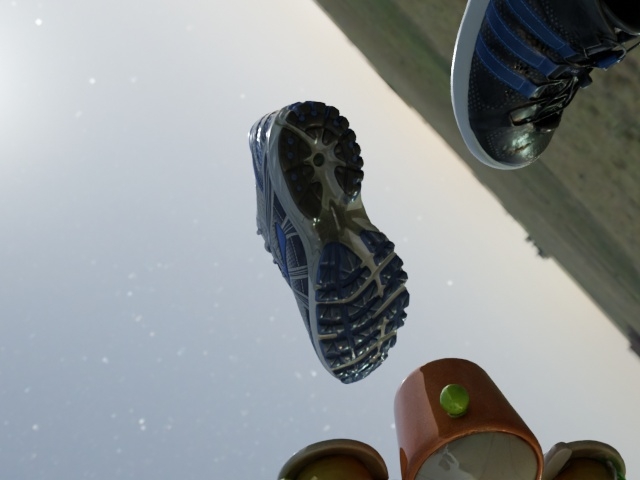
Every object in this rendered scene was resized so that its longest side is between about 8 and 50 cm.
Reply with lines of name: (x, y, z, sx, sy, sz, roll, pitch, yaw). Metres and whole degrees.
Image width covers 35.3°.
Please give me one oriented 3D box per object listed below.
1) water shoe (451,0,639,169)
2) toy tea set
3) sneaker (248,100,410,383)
water shoe: (0.114, -0.102, 0.475, 0.080, 0.073, 0.203, 41, 149, 34)
toy tea set: (0.136, 0.225, 0.736, 0.336, 0.200, 0.124, 32, -159, -26)
sneaker: (0.000, 0.000, 0.463, 0.058, 0.052, 0.135, 17, 123, 58)
